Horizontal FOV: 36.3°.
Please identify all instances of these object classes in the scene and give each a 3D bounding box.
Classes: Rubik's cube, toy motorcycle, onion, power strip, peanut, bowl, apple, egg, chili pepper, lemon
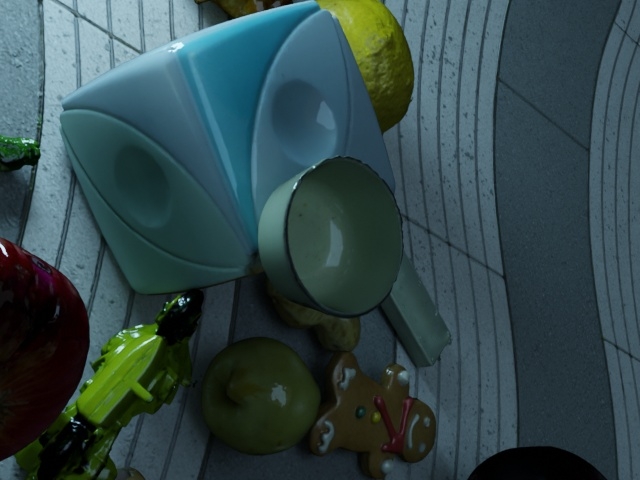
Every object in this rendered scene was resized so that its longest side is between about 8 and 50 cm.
[{"bbox_3d":[-0.139,-0.136,1.489,0.352,0.347,0.351,-25,98,-43],"label":"Rubik's cube"},{"bbox_3d":[-0.284,0.214,1.377,0.142,0.206,0.342,34,65,12],"label":"toy motorcycle"},{"bbox_3d":[-0.463,0.124,1.177,0.348,0.285,0.347,-21,134,-24],"label":"onion"},{"bbox_3d":[0.154,0.095,1.910,0.106,0.043,0.367,-48,115,-42],"label":"power strip"},{"bbox_3d":[-0.007,0.118,1.726,0.229,0.103,0.098,36,14,-31],"label":"peanut"},{"bbox_3d":[0.000,0.000,1.279,0.211,0.112,0.211,6,81,-42],"label":"bowl"},{"bbox_3d":[-0.095,0.248,1.540,0.200,0.200,0.200,15,67,-41],"label":"apple"},{"bbox_3d":[-0.280,0.372,1.394,0.080,0.080,0.096,-37,122,-44],"label":"egg"},{"bbox_3d":[-0.484,-0.151,1.377,0.182,0.050,0.073,36,62,-28],"label":"chili pepper"},{"bbox_3d":[0.051,-0.313,1.810,0.245,0.245,0.319,-33,110,-45],"label":"lemon"}]

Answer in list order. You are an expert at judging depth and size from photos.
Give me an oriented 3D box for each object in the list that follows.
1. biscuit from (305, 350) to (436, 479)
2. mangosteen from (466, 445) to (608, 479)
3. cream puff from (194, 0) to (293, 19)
[{"bbox_3d":[0.115,0.324,1.783,0.340,0.047,0.215,33,69,-41],"label":"biscuit"},{"bbox_3d":[0.426,0.583,1.778,0.382,0.435,0.382,-53,158,-32],"label":"mangosteen"},{"bbox_3d":[-0.146,-0.514,1.742,0.241,0.155,0.268,14,70,-40],"label":"cream puff"}]
